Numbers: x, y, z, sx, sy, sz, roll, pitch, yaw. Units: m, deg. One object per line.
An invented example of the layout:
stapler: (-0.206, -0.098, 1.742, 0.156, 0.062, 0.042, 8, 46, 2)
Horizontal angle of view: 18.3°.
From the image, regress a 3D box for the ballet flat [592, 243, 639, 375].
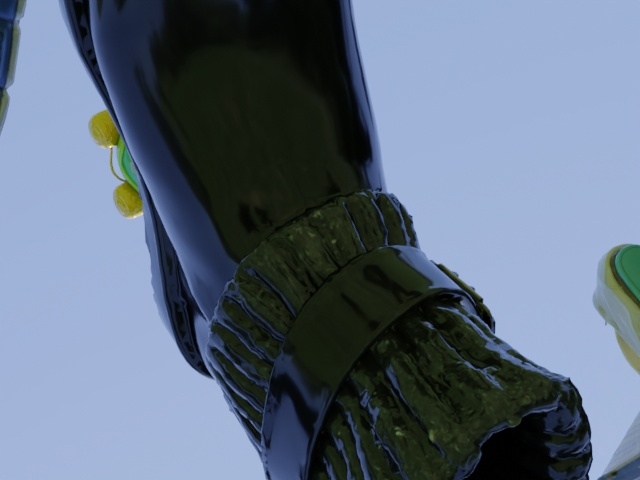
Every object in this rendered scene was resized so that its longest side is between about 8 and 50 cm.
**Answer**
ballet flat: (0.305, 0.112, 1.624, 0.086, 0.086, 0.248, -28, -113, -17)

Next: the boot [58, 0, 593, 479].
boot: (0.004, -0.001, 0.856, 0.131, 0.348, 0.260, -23, -139, -11)

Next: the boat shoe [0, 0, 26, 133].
boat shoe: (-0.080, -0.090, 0.391, 0.066, 0.066, 0.183, 35, -77, 50)

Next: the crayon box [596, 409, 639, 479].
crayon box: (0.285, 0.002, 1.032, 0.081, 0.202, 0.318, 36, -115, -2)

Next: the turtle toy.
turtle toy: (-0.093, -0.074, 1.262, 0.095, 0.130, 0.066, -28, -160, -29)
